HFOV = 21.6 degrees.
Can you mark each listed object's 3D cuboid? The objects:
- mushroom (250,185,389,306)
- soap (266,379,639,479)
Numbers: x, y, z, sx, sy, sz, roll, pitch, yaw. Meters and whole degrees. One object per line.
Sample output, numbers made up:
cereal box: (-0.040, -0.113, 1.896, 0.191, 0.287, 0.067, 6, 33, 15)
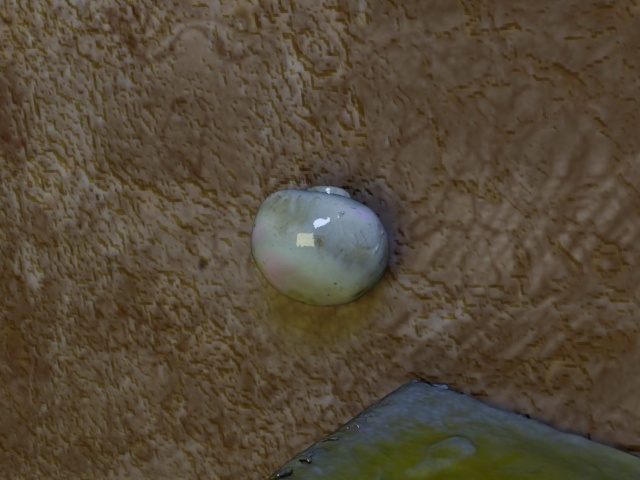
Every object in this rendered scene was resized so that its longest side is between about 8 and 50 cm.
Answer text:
mushroom: (0.000, 0.000, 0.981, 0.083, 0.083, 0.067, -4, 60, 29)
soap: (0.083, 0.231, 0.841, 0.304, 0.338, 0.169, 20, 114, 24)
